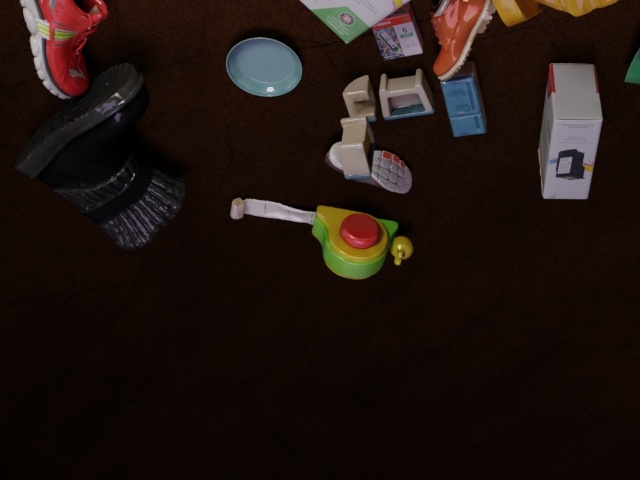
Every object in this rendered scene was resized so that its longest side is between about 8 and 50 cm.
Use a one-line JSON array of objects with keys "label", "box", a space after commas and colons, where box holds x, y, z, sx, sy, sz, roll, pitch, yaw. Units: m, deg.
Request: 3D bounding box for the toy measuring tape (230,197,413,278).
[{"label": "toy measuring tape", "box": [0.000, 0.000, 2.103, 0.330, 0.121, 0.121, 10, 139, -2]}]

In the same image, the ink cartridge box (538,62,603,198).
[{"label": "ink cartridge box", "box": [0.382, -0.166, 1.843, 0.072, 0.127, 0.175, 1, 140, 4]}]

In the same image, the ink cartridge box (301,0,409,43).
[{"label": "ink cartridge box", "box": [0.068, -0.395, 1.648, 0.212, 0.093, 0.154, -29, 125, 36]}]

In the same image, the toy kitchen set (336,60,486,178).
[{"label": "toy kitchen set", "box": [0.144, -0.166, 1.848, 0.207, 0.166, 0.122, -6, 137, 16]}]

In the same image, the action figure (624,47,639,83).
[{"label": "action figure", "box": [0.520, -0.310, 1.704, 0.137, 0.063, 0.232, 4, 143, 7]}]

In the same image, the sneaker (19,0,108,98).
[{"label": "sneaker", "box": [-0.375, -0.323, 1.799, 0.118, 0.107, 0.279, -3, 140, 2]}]

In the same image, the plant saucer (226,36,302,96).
[{"label": "plant saucer", "box": [-0.087, -0.275, 1.868, 0.119, 0.021, 0.119, 4, 139, 3]}]

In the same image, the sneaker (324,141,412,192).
[{"label": "sneaker", "box": [0.079, -0.122, 2.009, 0.158, 0.061, 0.065, 24, 164, -17]}]

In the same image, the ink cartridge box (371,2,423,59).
[{"label": "ink cartridge box", "box": [0.108, -0.323, 1.777, 0.063, 0.029, 0.115, -8, 137, 18]}]

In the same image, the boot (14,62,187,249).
[{"label": "boot", "box": [-0.318, -0.132, 1.979, 0.260, 0.131, 0.348, 38, 142, -22]}]

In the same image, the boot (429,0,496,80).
[{"label": "boot", "box": [0.190, -0.309, 1.766, 0.085, 0.059, 0.158, 20, 130, -9]}]

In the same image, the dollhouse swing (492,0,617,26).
[{"label": "dollhouse swing", "box": [0.342, -0.377, 1.453, 0.347, 0.305, 0.315, -19, 121, 26]}]
